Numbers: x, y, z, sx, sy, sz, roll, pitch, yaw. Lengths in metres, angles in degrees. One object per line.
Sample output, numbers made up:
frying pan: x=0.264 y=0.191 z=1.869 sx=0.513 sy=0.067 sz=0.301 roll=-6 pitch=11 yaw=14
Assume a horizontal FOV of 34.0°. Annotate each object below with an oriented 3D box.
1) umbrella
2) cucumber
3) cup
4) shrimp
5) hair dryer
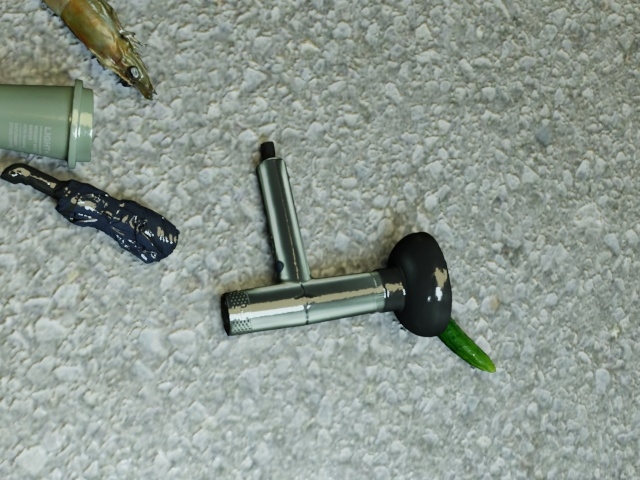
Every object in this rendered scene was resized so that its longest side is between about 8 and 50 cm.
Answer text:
umbrella: x=-0.303 y=-0.046 z=1.401 sx=0.248 sy=0.071 sz=0.071 roll=30 pitch=67 yaw=-17
cucumber: x=0.206 y=0.149 z=1.606 sx=0.168 sy=0.039 sz=0.039 roll=44 pitch=64 yaw=-15
cup: x=-0.371 y=-0.155 z=1.377 sx=0.141 sy=0.120 sz=0.120 roll=2 pitch=77 yaw=-13
shrimp: x=-0.297 y=-0.338 z=1.484 sx=0.169 sy=0.058 sz=0.296 roll=-41 pitch=93 yaw=-29
hair dryer: x=0.019 y=-0.004 z=1.499 sx=0.320 sy=0.156 sz=0.284 roll=2 pitch=87 yaw=-16
